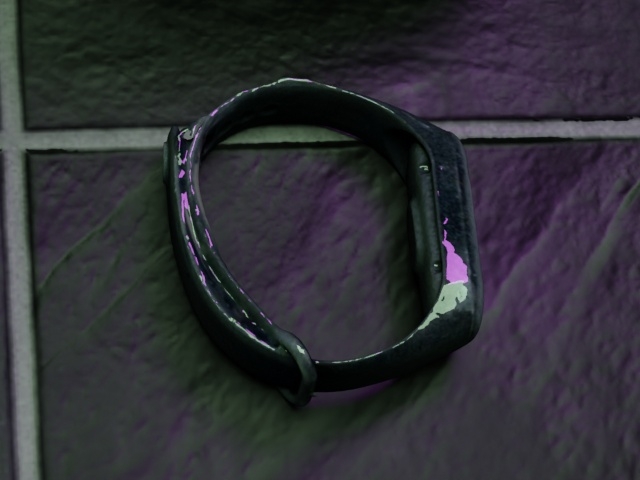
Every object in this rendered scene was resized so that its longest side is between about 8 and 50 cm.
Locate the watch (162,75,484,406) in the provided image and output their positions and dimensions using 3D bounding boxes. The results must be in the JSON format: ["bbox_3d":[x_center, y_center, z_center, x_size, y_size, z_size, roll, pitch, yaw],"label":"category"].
[{"bbox_3d":[0.000,0.000,1.079,0.193,0.068,0.206,0,63,-7],"label":"watch"}]
